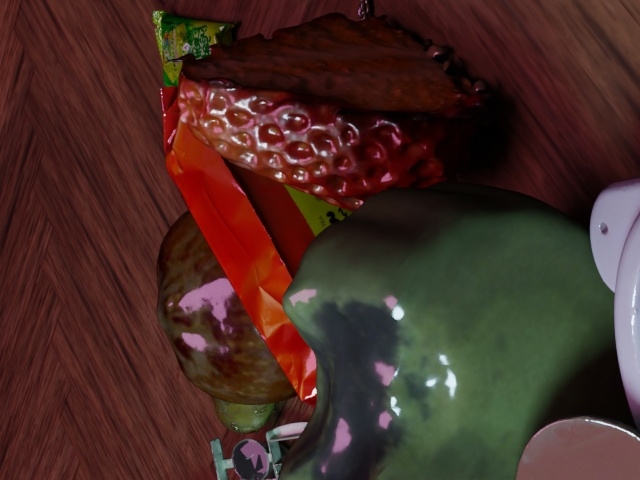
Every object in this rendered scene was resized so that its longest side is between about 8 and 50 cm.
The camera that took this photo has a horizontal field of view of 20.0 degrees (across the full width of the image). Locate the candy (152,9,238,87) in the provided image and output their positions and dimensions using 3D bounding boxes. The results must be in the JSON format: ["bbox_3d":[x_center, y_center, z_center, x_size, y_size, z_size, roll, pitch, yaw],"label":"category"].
[{"bbox_3d":[-0.151,-0.223,2.198,0.178,0.032,0.102,18,114,55],"label":"candy"}]

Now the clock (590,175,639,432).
[{"bbox_3d":[0.350,0.090,1.420,0.295,0.113,0.322,-10,92,58],"label":"clock"}]

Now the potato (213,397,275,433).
[{"bbox_3d":[-0.092,0.152,2.165,0.105,0.085,0.188,45,139,45],"label":"potato"}]

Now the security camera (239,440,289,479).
[{"bbox_3d":[-0.099,0.360,2.246,0.301,0.080,0.157,-48,58,49],"label":"security camera"}]

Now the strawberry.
[{"bbox_3d":[0.021,-0.102,1.747,0.253,0.280,0.150,33,129,38],"label":"strawberry"}]

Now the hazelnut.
[{"bbox_3d":[-0.074,0.062,1.996,0.218,0.218,0.234,-33,69,56],"label":"hazelnut"}]

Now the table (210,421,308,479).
[{"bbox_3d":[-0.060,0.310,2.126,0.146,0.062,0.175,-13,91,32],"label":"table"}]

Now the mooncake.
[{"bbox_3d":[0.122,0.120,1.580,0.187,0.351,0.351,10,107,57],"label":"mooncake"}]

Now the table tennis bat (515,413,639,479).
[{"bbox_3d":[0.220,0.247,1.500,0.131,0.022,0.234,12,118,16],"label":"table tennis bat"}]

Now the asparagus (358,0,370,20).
[{"bbox_3d":[0.048,-0.187,1.907,0.016,0.016,0.163,-138,44,-71],"label":"asparagus"}]

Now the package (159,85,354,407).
[{"bbox_3d":[0.000,-0.001,1.852,0.423,0.196,0.123,57,147,23],"label":"package"}]
